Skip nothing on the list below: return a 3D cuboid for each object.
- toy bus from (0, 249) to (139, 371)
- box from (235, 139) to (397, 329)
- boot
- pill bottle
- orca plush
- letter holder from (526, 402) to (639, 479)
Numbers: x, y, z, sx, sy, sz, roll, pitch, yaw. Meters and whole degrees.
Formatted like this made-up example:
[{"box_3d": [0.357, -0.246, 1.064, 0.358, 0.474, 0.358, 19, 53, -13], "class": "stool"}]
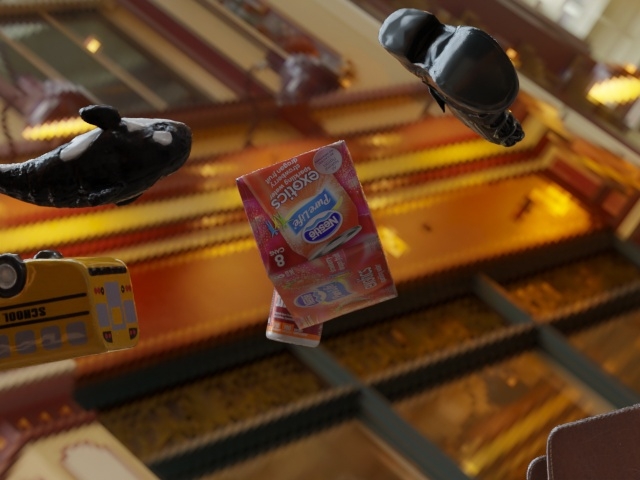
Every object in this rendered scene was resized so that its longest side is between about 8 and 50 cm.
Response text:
[{"box_3d": [-0.383, 0.088, 1.974, 0.332, 0.130, 0.108, -11, -2, 20], "class": "toy bus"}, {"box_3d": [0.000, 0.000, 1.913, 0.128, 0.123, 0.257, -19, -17, 1], "class": "box"}, {"box_3d": [0.206, -0.190, 2.218, 0.091, 0.263, 0.229, -49, -44, -1], "class": "boot"}, {"box_3d": [-0.031, 0.085, 2.671, 0.086, 0.086, 0.152, 14, -95, -62], "class": "pill bottle"}, {"box_3d": [-0.305, -0.090, 2.219, 0.287, 0.102, 0.151, 0, -58, -11], "class": "orca plush"}, {"box_3d": [0.300, 0.363, 1.870, 0.214, 0.302, 0.152, -16, -34, 11], "class": "letter holder"}]
